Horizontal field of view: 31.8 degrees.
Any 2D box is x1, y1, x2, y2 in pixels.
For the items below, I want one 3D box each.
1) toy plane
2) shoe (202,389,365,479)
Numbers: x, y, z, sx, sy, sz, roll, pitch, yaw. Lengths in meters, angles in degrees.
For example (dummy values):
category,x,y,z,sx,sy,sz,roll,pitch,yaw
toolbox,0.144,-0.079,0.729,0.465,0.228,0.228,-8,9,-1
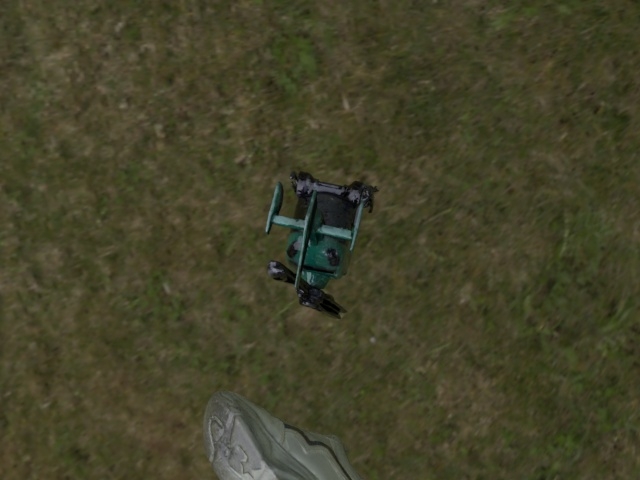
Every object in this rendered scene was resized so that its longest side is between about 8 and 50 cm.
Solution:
category,x,y,z,sx,sy,sz,roll,pitch,yaw
toy plane,0.000,0.000,1.253,0.106,0.382,0.155,11,81,3
shoe,-0.048,0.379,1.931,0.342,0.210,0.132,44,124,26
